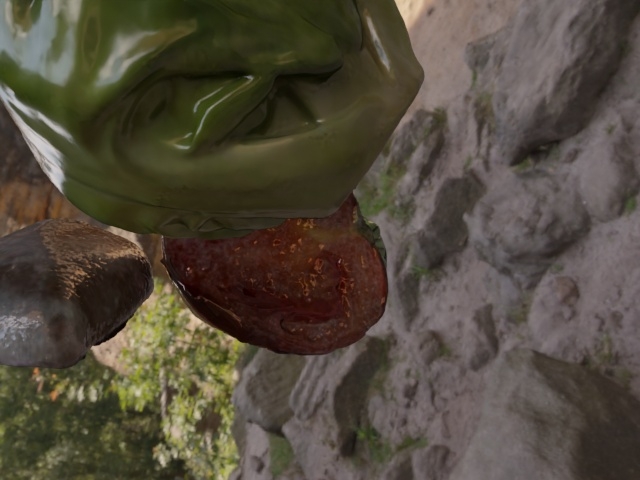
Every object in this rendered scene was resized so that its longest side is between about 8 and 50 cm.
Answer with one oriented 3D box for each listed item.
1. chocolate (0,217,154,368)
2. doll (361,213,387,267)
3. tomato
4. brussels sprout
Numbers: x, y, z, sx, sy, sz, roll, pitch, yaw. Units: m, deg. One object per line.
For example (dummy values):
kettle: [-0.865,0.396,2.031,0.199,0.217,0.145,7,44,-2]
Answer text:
chocolate: [-0.294,0.042,0.715,0.303,0.185,0.101,-76,-5,-75]
doll: [-0.001,0.000,1.213,0.198,0.322,0.186,-30,-8,-29]
tomato: [-0.073,0.030,0.887,0.170,0.308,0.309,136,149,-61]
brussels sprout: [-0.094,-0.148,0.488,0.247,0.328,0.328,-160,89,-75]
